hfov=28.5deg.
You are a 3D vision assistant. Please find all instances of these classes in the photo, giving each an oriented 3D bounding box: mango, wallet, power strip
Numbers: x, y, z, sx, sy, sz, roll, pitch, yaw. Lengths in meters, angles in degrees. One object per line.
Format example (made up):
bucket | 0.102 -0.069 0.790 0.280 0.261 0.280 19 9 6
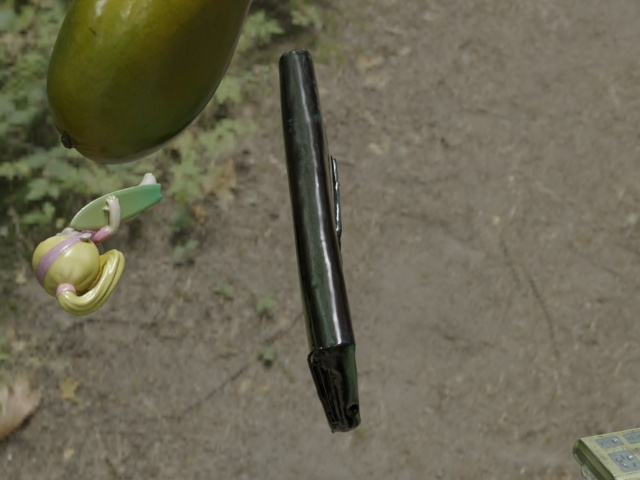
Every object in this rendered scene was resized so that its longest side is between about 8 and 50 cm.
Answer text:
mango | -0.100 -0.134 0.763 0.086 0.191 0.122 31 11 29
wallet | 0.000 0.000 1.103 0.045 0.172 0.318 -8 56 3
power strip | 0.461 0.283 1.672 0.268 0.034 0.092 -4 34 -27

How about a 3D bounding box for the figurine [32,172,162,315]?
figurine | -0.210 -0.001 1.222 0.083 0.083 0.187 24 41 12
